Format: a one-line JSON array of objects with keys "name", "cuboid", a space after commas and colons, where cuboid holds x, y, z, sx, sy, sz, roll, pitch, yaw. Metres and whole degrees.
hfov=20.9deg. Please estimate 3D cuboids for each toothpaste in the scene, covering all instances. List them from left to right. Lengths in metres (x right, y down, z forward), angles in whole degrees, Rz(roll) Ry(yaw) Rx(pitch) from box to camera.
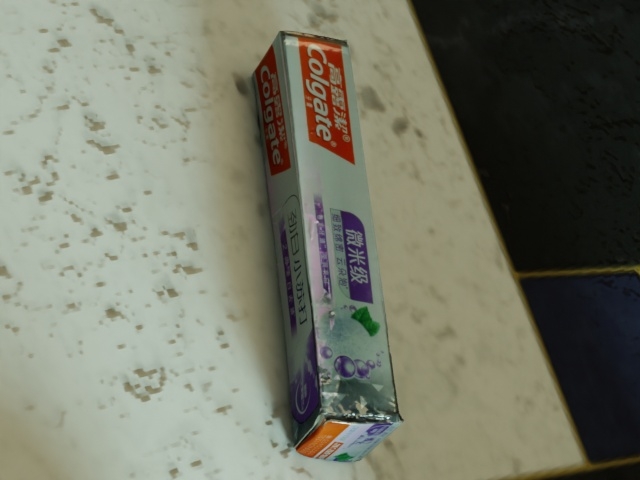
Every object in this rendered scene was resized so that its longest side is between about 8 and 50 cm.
[{"name": "toothpaste", "cuboid": [0.000, 0.000, 0.772, 0.040, 0.047, 0.196, 7, 59, -24]}]
